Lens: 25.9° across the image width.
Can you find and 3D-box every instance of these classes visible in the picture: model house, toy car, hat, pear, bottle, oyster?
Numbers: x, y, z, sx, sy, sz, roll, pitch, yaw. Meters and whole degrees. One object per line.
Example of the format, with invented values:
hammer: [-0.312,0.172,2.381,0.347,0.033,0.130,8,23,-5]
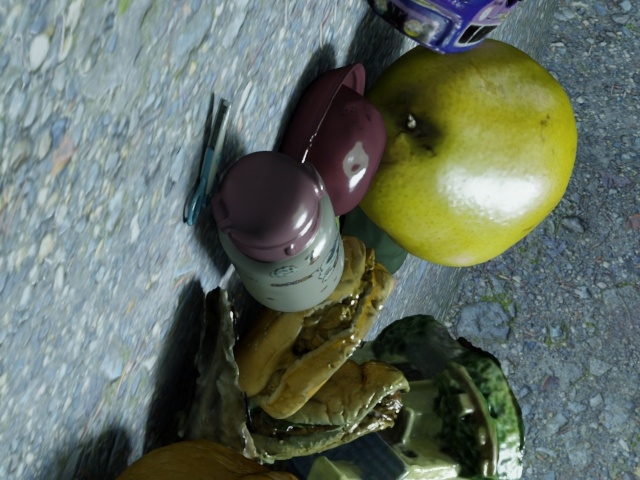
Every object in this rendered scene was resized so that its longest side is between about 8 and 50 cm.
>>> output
model house: [0.072,0.252,1.831,0.266,0.321,0.261,0,118,-35]
toy car: [0.134,-0.289,1.501,0.158,0.172,0.235,-57,168,16]
hat: [0.018,-0.088,1.467,0.205,0.089,0.206,21,90,-80]
pear: [0.164,-0.103,1.674,0.336,0.284,0.285,-47,155,-60]
bottle: [-0.038,-0.012,1.274,0.233,0.109,0.110,74,38,-73]
oyster: [-0.107,0.157,1.365,0.166,0.094,0.294,-86,177,-56]

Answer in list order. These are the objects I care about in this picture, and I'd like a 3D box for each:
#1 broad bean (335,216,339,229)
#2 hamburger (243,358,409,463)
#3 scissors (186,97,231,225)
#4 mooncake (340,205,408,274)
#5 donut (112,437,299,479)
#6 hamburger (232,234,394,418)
broad bean: [0.000,0.000,1.673,0.063,0.045,0.083,71,32,-56]
hamburger: [0.000,0.184,1.644,0.183,0.206,0.130,97,-23,-86]
scissors: [-0.091,-0.067,1.164,0.058,0.014,0.119,-57,167,-52]
mooncake: [0.092,-0.034,1.909,0.168,0.104,0.175,10,104,-85]
donut: [-0.134,0.315,1.183,0.299,0.150,0.317,-64,159,5]
hamburger: [-0.007,0.090,1.504,0.214,0.108,0.214,-51,-174,7]
